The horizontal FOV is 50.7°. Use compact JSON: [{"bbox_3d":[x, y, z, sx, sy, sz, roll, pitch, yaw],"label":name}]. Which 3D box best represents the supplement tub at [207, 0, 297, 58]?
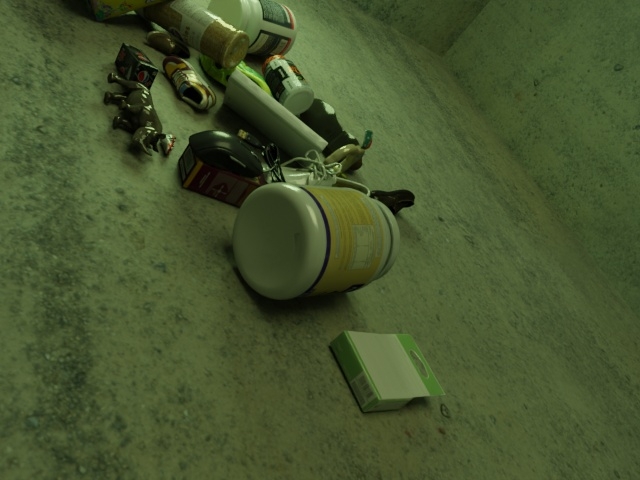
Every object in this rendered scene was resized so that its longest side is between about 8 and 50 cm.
[{"bbox_3d":[-0.227,-0.718,2.250,0.272,0.191,0.191,-4,52,-53],"label":"supplement tub"}]

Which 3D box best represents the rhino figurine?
[{"bbox_3d":[-0.414,-0.280,1.537,0.106,0.073,0.243,7,45,-42],"label":"rhino figurine"}]

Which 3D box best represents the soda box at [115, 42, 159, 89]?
[{"bbox_3d":[-0.456,-0.431,1.668,0.053,0.060,0.169,17,20,-37],"label":"soda box"}]

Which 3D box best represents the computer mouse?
[{"bbox_3d":[-0.183,-0.221,1.574,0.262,0.060,0.184,22,34,-32],"label":"computer mouse"}]

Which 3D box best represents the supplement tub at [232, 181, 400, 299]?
[{"bbox_3d":[0.000,0.000,1.473,0.331,0.241,0.241,-1,49,-51],"label":"supplement tub"}]

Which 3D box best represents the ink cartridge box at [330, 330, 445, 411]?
[{"bbox_3d":[0.147,0.279,1.456,0.235,0.056,0.171,13,40,-46],"label":"ink cartridge box"}]

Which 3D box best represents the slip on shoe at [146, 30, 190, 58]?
[{"bbox_3d":[-0.431,-0.552,1.922,0.135,0.051,0.041,20,28,-46],"label":"slip on shoe"}]

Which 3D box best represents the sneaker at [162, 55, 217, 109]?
[{"bbox_3d":[-0.361,-0.424,1.805,0.185,0.069,0.084,42,23,4],"label":"sneaker"}]

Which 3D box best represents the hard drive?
[{"bbox_3d":[-0.129,-0.327,1.859,0.308,0.040,0.203,38,-14,-5],"label":"hard drive"}]

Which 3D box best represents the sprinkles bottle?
[{"bbox_3d":[-0.375,-0.627,1.942,0.356,0.121,0.121,34,26,14],"label":"sprinkles bottle"}]

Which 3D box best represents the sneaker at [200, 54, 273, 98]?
[{"bbox_3d":[-0.251,-0.489,2.022,0.295,0.109,0.123,49,6,17],"label":"sneaker"}]

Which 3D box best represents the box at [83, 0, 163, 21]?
[{"bbox_3d":[-0.545,-0.790,1.843,0.290,0.177,0.279,-26,66,-21],"label":"box"}]

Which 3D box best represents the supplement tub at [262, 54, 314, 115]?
[{"bbox_3d":[-0.109,-0.502,2.171,0.117,0.117,0.190,6,45,-47],"label":"supplement tub"}]

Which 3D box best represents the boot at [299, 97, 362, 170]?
[{"bbox_3d":[0.033,-0.336,2.168,0.305,0.112,0.115,54,0,31],"label":"boot"}]

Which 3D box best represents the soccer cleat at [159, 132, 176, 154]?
[{"bbox_3d":[-0.360,-0.227,1.577,0.036,0.029,0.083,21,30,-17],"label":"soccer cleat"}]

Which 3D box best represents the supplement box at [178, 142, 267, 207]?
[{"bbox_3d":[-0.227,-0.153,1.577,0.188,0.080,0.104,20,34,-33],"label":"supplement box"}]

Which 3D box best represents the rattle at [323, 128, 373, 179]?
[{"bbox_3d":[0.111,-0.221,1.975,0.200,0.130,0.142,-28,55,-22],"label":"rattle"}]

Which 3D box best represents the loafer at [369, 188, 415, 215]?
[{"bbox_3d":[0.209,-0.107,2.066,0.220,0.080,0.078,-5,75,-41],"label":"loafer"}]

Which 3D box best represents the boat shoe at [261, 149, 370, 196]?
[{"bbox_3d":[-0.007,-0.155,1.767,0.367,0.156,0.135,18,36,-37],"label":"boat shoe"}]
